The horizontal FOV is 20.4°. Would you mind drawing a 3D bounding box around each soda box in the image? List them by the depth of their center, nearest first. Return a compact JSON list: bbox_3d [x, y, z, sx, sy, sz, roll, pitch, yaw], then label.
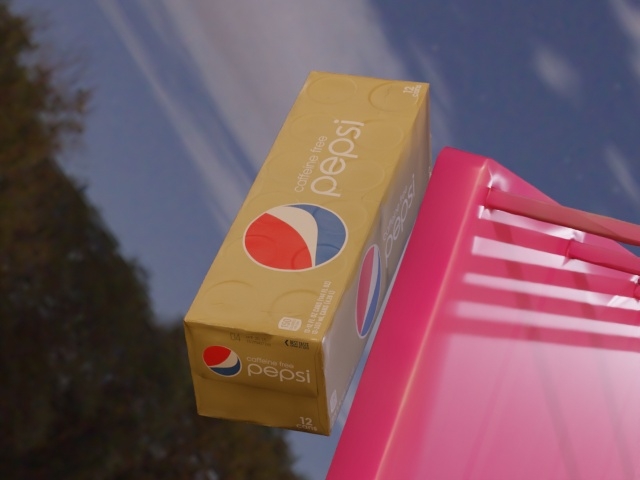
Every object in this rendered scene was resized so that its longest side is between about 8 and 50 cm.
[{"bbox_3d":[0.000,0.000,0.788,0.061,0.181,0.058,8,-48,15],"label":"soda box"}]

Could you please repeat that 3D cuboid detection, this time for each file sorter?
[{"bbox_3d":[0.148,0.120,0.632,0.182,0.202,0.291,17,-5,33],"label":"file sorter"}]
